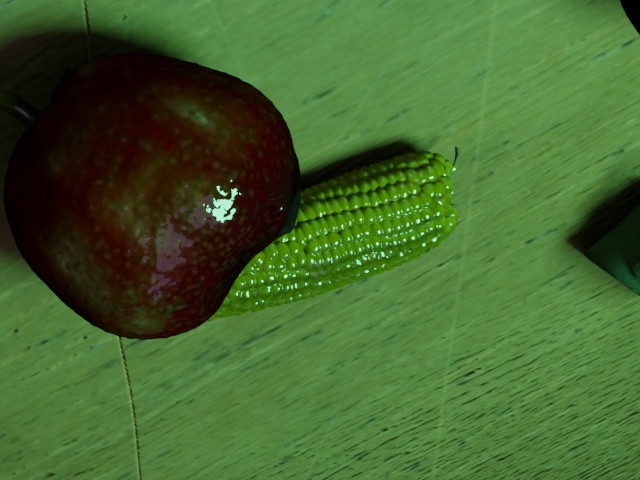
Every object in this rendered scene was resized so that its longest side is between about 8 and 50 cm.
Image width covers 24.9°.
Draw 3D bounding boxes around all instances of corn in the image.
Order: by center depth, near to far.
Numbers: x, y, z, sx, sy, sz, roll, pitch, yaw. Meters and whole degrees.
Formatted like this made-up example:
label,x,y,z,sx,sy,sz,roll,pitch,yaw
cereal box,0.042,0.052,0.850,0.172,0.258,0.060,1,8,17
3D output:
label,x,y,z,sx,sy,sz,roll,pitch,yaw
corn,0.000,0.000,1.320,0.310,0.101,0.101,-22,134,-13

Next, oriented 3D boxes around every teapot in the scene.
label,x,y,z,sx,sy,sz,roll,pitch,yaw
teapot,0.385,0.004,1.517,0.149,0.162,0.239,-56,157,6

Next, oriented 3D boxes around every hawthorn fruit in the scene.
label,x,y,z,sx,sy,sz,roll,pitch,yaw
hawthorn fruit,-0.152,-0.051,1.131,0.266,0.210,0.230,34,113,-25

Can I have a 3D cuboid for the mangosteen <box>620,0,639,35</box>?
label,x,y,z,sx,sy,sz,roll,pitch,yaw
mangosteen,0.382,-0.261,1.205,0.288,0.288,0.288,-15,132,-17
